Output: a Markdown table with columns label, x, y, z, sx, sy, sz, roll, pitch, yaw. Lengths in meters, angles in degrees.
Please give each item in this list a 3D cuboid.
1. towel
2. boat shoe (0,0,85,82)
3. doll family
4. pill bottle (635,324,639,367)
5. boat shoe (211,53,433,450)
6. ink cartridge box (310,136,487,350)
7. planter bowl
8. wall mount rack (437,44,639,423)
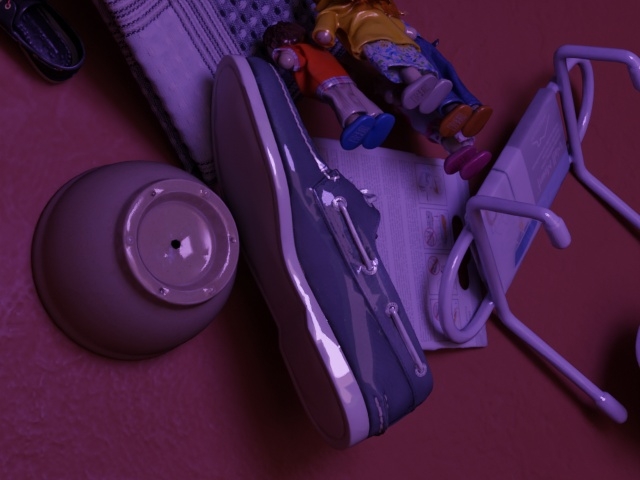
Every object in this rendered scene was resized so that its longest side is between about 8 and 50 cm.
| label | x | y | z | sx | sy | sz | roll | pitch | yaw |
| --- | --- | --- | --- | --- | --- | --- | --- | --- | --- |
| towel | -0.069 | -0.258 | 1.026 | 0.312 | 0.056 | 0.324 | -48 | 128 | -29 |
| boat shoe | -0.237 | -0.183 | 0.976 | 0.133 | 0.042 | 0.049 | 48 | 62 | -14 |
| doll family | 0.065 | -0.158 | 1.061 | 0.263 | 0.118 | 0.163 | 11 | 35 | -55 |
| pill bottle | 0.442 | 0.154 | 1.232 | 0.283 | 0.160 | 0.160 | 38 | 62 | -35 |
| boat shoe | 0.000 | 0.000 | 0.981 | 0.099 | 0.116 | 0.319 | -18 | 87 | -24 |
| ink cartridge box | 0.056 | 0.013 | 1.128 | 0.232 | 0.066 | 0.189 | 5 | 77 | -53 |
| planter bowl | -0.128 | 0.009 | 0.966 | 0.162 | 0.109 | 0.162 | 6 | 78 | -32 |
| wall mount rack | 0.251 | -0.005 | 1.199 | 0.350 | 0.130 | 0.304 | -57 | 143 | -28 |
